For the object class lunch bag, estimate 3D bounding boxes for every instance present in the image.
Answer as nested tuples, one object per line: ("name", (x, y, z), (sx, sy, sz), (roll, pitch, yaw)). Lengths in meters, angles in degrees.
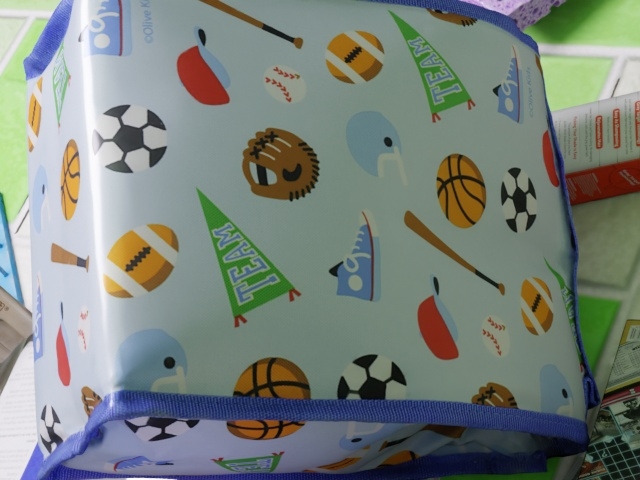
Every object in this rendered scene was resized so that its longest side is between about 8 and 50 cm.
("lunch bag", (0.000, 0.000, 1.131), (0.239, 0.385, 0.328), (141, 127, -61))

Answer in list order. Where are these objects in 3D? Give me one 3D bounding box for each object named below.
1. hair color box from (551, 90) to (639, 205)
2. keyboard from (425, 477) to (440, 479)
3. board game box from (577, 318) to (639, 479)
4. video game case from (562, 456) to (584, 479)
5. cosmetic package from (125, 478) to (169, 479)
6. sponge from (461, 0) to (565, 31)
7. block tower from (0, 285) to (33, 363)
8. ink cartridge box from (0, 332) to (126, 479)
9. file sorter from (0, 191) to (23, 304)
("hair color box", (0.218, -0.071, 1.293), (0.141, 0.043, 0.072), (-12, 51, 25))
("keyboard", (0.065, 0.080, 1.232), (0.072, 0.014, 0.256), (2, 73, 16))
("board game box", (0.290, 0.129, 1.052), (0.243, 0.042, 0.165), (-2, 54, 42))
("video game case", (0.202, 0.207, 1.110), (0.122, 0.011, 0.087), (24, 70, 41))
("cosmetic package", (-0.121, 0.275, 1.203), (0.117, 0.085, 0.231), (8, 62, 34))
("sponge", (0.209, -0.266, 1.431), (0.210, 0.031, 0.117), (-35, 47, -11))
("block tower", (-0.397, 0.152, 1.422), (0.335, 0.091, 0.097), (-45, 28, 2))
("ink cartridge box", (-0.200, 0.140, 1.337), (0.175, 0.069, 0.371), (-10, 48, 47))
("file sorter", (-0.368, 0.009, 1.542), (0.118, 0.104, 0.170), (-29, 46, 8))
